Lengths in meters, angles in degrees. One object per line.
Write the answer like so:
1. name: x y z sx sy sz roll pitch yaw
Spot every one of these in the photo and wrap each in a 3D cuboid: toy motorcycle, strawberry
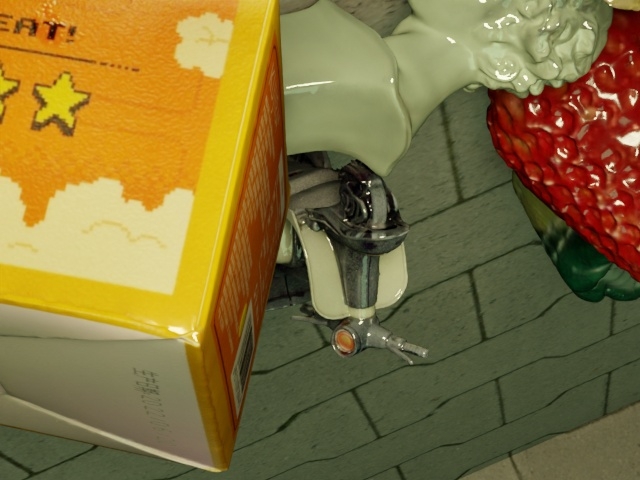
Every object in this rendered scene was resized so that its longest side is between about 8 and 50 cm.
1. toy motorcycle: 0.000 0.000 1.385 0.091 0.157 0.263 -14 -165 -22
2. strawberry: 0.249 -0.071 1.431 0.205 0.244 0.205 -22 165 -6

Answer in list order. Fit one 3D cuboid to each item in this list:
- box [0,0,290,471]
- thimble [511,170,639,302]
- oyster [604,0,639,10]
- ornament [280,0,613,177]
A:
1. box: -0.158 -0.022 1.002 0.259 0.214 0.283 12 160 4
2. thimble: 0.323 -0.070 1.645 0.288 0.167 0.254 -32 161 25
3. oyster: 0.284 -0.263 1.083 0.396 0.204 0.111 -26 -162 13
4. ornament: 0.071 -0.126 1.251 0.285 0.120 0.130 -25 151 -2
